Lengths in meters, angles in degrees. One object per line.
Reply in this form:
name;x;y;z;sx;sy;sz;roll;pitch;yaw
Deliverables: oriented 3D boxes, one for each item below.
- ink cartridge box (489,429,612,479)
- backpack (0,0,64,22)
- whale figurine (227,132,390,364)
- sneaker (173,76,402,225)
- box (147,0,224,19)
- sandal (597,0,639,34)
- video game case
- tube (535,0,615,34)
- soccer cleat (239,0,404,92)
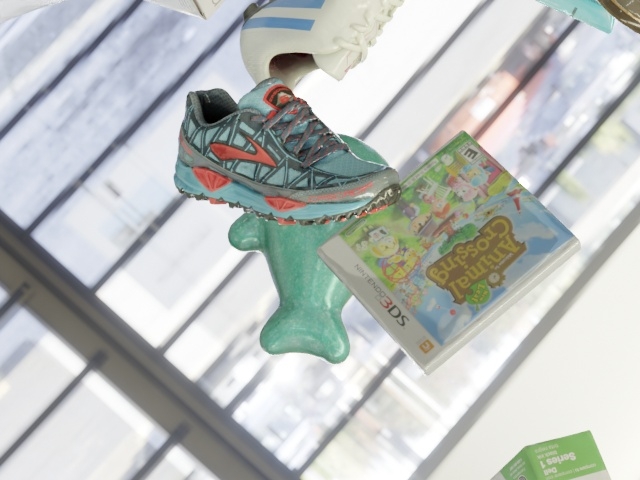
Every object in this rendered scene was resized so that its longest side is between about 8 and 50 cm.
ink cartridge box;0.280;0.349;1.583;0.092;0.219;0.160;-11;155;-20
backpack;-0.227;-0.271;0.928;0.225;0.254;0.191;-11;175;36
whale figurine;0.000;0.000;1.604;0.141;0.216;0.272;96;4;-66
sneaker;-0.041;-0.088;1.319;0.104;0.261;0.125;-20;116;-51
box;-0.217;-0.387;1.498;0.127;0.231;0.262;-54;145;-21
sandal;0.303;-0.168;1.091;0.060;0.219;0.090;-58;-160;20
video game case;0.132;0.008;1.484;0.212;0.193;0.023;-39;150;-5
tube;0.281;-0.308;1.362;0.052;0.080;0.207;109;3;-81
soccer cleat;0.046;-0.271;1.641;0.331;0.143;0.116;-32;149;29
